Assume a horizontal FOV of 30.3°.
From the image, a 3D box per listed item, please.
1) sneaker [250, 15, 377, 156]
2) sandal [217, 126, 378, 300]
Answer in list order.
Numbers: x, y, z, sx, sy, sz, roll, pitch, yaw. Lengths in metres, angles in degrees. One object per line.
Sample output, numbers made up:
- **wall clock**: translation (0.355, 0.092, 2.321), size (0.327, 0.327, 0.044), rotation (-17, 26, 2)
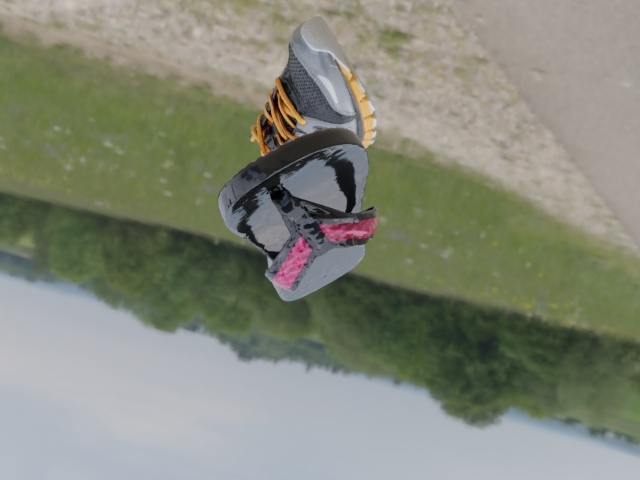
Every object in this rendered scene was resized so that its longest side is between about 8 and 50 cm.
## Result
- **sneaker**: translation (-0.012, -0.084, 0.885), size (0.083, 0.084, 0.215), rotation (-21, 154, -10)
- **sandal**: translation (0.000, 0.000, 0.533), size (0.040, 0.067, 0.179), rotation (62, 177, 20)
